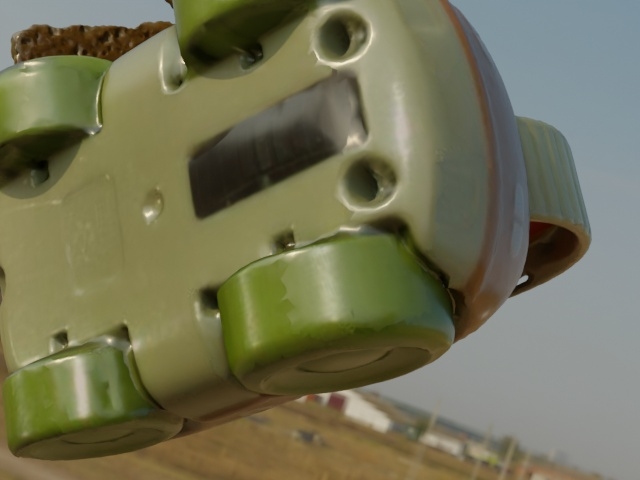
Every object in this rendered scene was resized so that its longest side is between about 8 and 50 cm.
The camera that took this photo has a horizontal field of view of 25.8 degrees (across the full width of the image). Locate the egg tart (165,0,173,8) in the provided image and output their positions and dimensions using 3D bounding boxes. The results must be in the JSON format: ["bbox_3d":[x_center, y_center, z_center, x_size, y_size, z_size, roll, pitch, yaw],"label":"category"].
[{"bbox_3d":[-0.038,-0.208,0.835,0.290,0.115,0.290,42,23,-22],"label":"egg tart"}]

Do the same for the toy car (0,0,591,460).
[{"bbox_3d":[0.000,0.000,0.541,0.235,0.145,0.235,-9,-18,-3],"label":"toy car"}]

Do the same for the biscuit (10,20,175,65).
[{"bbox_3d":[-0.118,-0.027,0.866,0.131,0.231,0.025,-3,-16,-22],"label":"biscuit"}]
